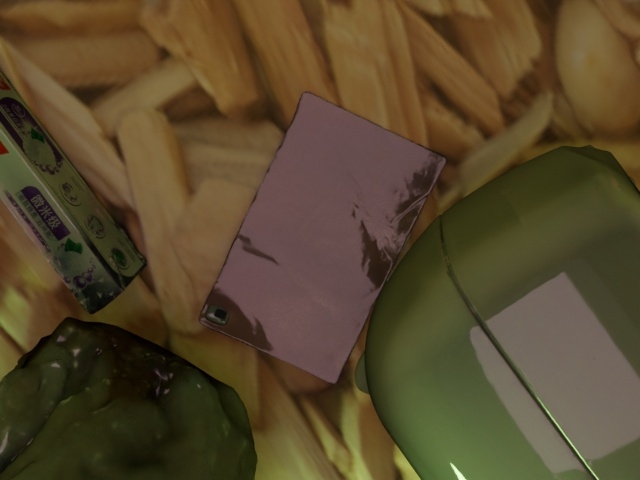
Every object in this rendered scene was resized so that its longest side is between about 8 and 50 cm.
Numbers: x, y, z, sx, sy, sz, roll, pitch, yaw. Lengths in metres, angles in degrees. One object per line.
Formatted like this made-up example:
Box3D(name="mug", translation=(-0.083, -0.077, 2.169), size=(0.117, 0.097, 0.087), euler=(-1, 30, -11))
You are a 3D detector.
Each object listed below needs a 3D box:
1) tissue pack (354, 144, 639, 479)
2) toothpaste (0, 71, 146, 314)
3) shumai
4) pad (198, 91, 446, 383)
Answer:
Box3D(name="tissue pack", translation=(0.177, 0.124, 1.030), size=(0.236, 0.229, 0.333), euler=(-37, 100, 10))
Box3D(name="toothpaste", translation=(-0.200, -0.041, 1.112), size=(0.040, 0.047, 0.196), euler=(-31, 101, 26))
Box3D(name="shumai", translation=(-0.158, 0.192, 1.055), size=(0.309, 0.304, 0.263), euler=(17, 94, -6))
Box3D(name="pad", translation=(0.000, 0.000, 1.127), size=(0.113, 0.006, 0.188), euler=(25, 104, -2))
